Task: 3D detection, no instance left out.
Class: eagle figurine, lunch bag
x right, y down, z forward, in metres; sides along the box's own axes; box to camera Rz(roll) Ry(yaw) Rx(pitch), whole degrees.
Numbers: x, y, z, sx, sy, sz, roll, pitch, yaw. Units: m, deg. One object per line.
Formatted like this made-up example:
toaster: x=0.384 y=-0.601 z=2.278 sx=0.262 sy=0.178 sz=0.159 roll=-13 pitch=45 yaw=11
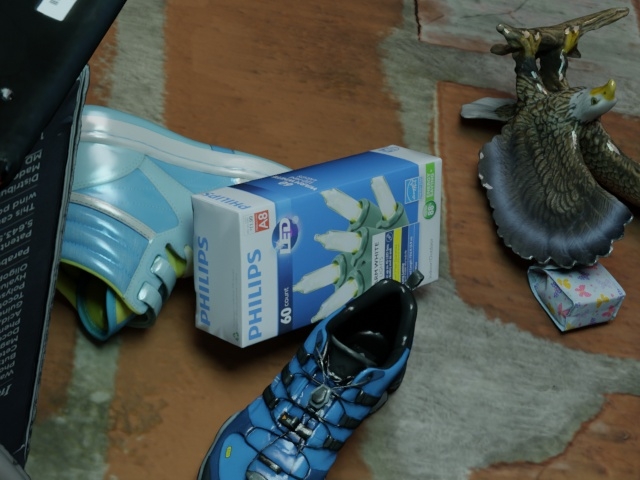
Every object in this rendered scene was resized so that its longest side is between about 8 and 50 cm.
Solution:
eagle figurine: x=0.283 y=-0.104 z=1.589 sx=0.226 sy=0.225 sz=0.298 roll=-21 pitch=79 yaw=11
lunch bag: x=0.266 y=0.047 z=1.517 sx=0.071 sy=0.053 sz=0.083 roll=-8 pitch=43 yaw=-25

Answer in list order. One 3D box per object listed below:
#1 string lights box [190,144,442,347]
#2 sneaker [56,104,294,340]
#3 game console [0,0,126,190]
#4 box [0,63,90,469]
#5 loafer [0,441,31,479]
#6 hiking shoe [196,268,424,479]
string lights box: x=0.000 y=0.000 z=1.388 sx=0.259 sy=0.133 sz=0.076 roll=-17 pitch=25 yaw=-40
sneaker: x=-0.133 y=0.013 z=1.400 sx=0.319 sy=0.127 sz=0.208 roll=17 pitch=67 yaw=-25
game console: x=-0.288 y=-0.212 z=0.940 sx=0.342 sy=0.060 sz=0.386 roll=23 pitch=47 yaw=-2
box: x=-0.452 y=-0.049 z=1.097 sx=0.297 sy=0.472 sz=0.480 roll=-30 pitch=62 yaw=-35
loafer: x=-0.229 y=0.258 z=1.003 sx=0.130 sy=0.366 sz=0.134 roll=-30 pitch=21 yaw=-18
hiking shoe: x=-0.012 y=0.143 z=1.288 sx=0.113 sy=0.132 sz=0.304 roll=29 pitch=47 yaw=11
